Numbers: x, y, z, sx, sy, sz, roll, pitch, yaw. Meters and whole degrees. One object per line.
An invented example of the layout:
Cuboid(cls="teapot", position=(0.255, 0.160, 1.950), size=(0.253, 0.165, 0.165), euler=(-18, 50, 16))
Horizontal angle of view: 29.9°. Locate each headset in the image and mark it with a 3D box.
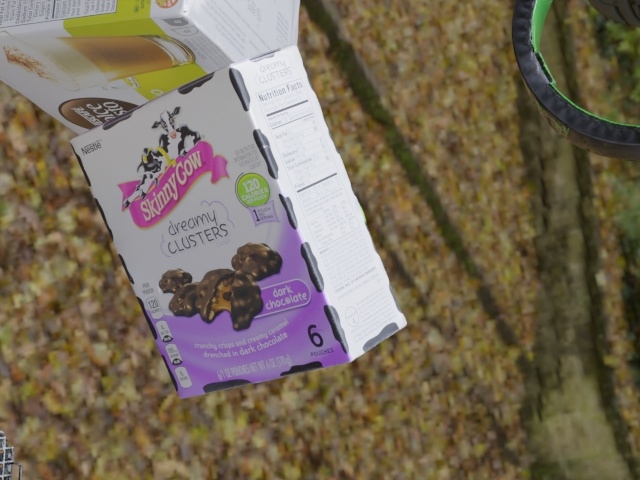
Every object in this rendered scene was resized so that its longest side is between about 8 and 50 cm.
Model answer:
Cuboid(cls="headset", position=(0.373, -0.216, 1.093), size=(0.185, 0.394, 0.243), euler=(40, 27, -64))

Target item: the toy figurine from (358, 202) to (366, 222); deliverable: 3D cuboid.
Cuboid(cls="toy figurine", position=(0.000, 0.000, 1.689), size=(0.130, 0.173, 0.159), euler=(40, 9, 8))

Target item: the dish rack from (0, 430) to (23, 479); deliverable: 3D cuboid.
Cuboid(cls="dish rack", position=(-0.347, 0.311, 1.120), size=(0.208, 0.074, 0.272), euler=(74, 19, -81))

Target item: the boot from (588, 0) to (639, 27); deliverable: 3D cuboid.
Cuboid(cls="boot", position=(0.249, -0.232, 0.700), size=(0.076, 0.189, 0.209), euler=(48, 42, -63))

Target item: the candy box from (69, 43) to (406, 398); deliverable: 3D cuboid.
Cuboid(cls="candy box", position=(-0.057, -0.008, 0.790), size=(0.070, 0.165, 0.196), euler=(-29, 98, -49))

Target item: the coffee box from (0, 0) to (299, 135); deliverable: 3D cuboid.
Cuboid(cls="coffee box", position=(-0.238, -0.354, 1.586), size=(0.337, 0.334, 0.338), euler=(40, 50, -63))
